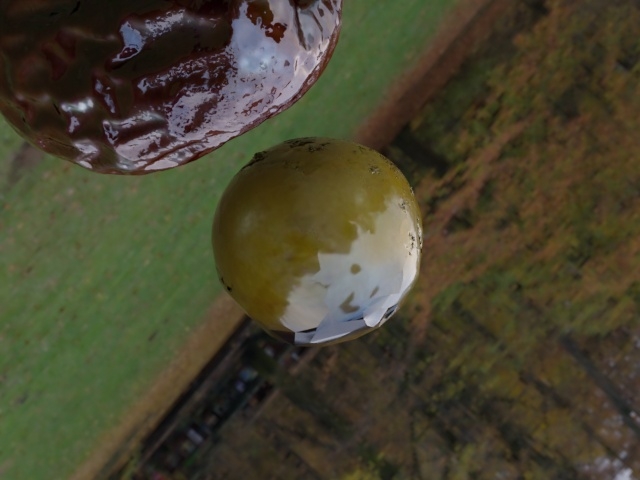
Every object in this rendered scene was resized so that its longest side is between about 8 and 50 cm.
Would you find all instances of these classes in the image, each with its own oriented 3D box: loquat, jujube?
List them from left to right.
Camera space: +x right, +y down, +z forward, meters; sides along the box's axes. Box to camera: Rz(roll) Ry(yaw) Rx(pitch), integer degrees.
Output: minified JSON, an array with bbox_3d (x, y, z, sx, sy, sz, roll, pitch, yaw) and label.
[{"bbox_3d":[-0.111,-0.135,0.712,0.243,0.183,0.183,-8,-153,37],"label":"jujube"},{"bbox_3d":[0.000,0.000,1.226,0.235,0.235,0.235,-50,178,-2],"label":"loquat"}]
